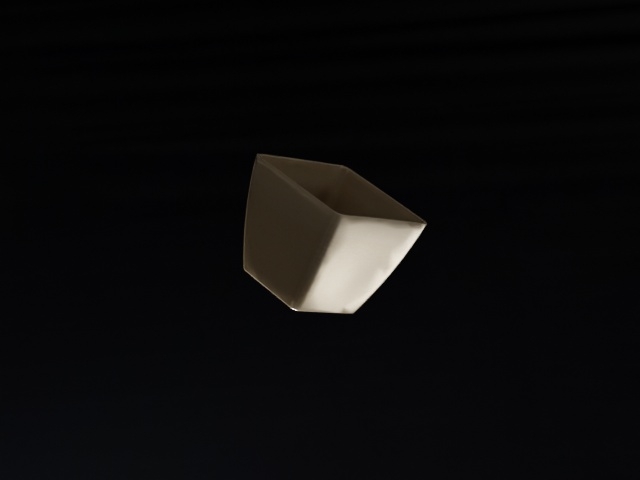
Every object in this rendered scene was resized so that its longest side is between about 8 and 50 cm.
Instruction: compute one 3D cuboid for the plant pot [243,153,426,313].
[{"bbox_3d":[0.000,0.000,1.248,0.109,0.109,0.096,4,-65,-46],"label":"plant pot"}]
